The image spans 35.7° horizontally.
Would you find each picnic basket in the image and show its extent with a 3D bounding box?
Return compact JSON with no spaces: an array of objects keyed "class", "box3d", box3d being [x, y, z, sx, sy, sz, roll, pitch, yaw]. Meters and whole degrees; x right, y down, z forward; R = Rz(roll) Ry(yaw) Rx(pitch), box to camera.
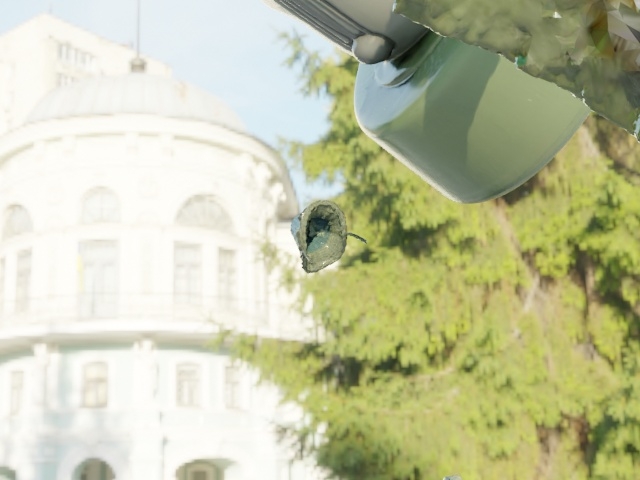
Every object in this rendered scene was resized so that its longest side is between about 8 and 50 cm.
[{"class":"picnic basket","box3d":[0.000,0.000,1.038,0.065,0.083,0.083,-19,34,-29]}]

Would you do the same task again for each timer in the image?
[{"class":"timer","box3d":[0.073,-0.227,0.902,0.315,0.290,0.291,26,-24,-20]}]

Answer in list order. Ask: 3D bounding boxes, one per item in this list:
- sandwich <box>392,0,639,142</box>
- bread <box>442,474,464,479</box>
[{"class":"sandwich","box3d":[0.095,-0.124,0.425,0.212,0.245,0.063,-14,-45,-49]},{"class":"bread","box3d":[0.075,0.465,1.241,0.315,0.279,0.248,8,-47,-35]}]
